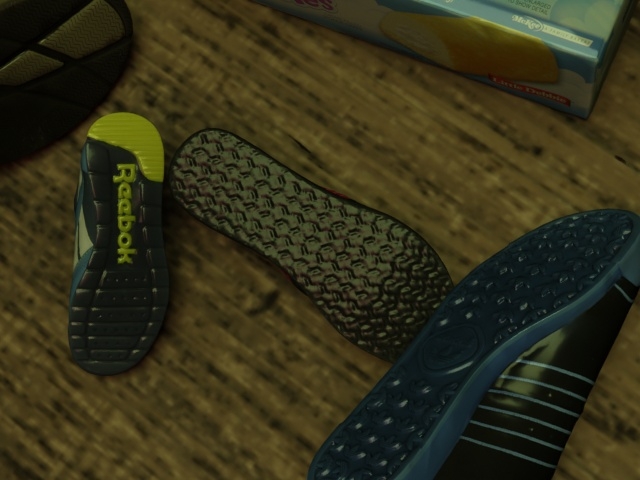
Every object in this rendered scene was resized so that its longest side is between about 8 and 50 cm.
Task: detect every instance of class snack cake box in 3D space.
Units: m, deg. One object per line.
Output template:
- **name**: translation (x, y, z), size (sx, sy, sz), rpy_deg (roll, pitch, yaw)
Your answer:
- **snack cake box**: translation (0.055, -0.190, 0.723), size (0.264, 0.089, 0.152), rpy_deg (21, 79, 13)

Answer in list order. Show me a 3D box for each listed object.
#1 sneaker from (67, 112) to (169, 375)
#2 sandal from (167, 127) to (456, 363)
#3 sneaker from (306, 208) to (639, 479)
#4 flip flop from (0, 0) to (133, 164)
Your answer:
- **sneaker**: translation (-0.112, 0.002, 0.717), size (0.053, 0.059, 0.144), rpy_deg (6, 93, -17)
- **sandal**: translation (0.000, 0.000, 0.698), size (0.179, 0.040, 0.067), rpy_deg (36, 93, 4)
- **sneaker**: translation (0.092, 0.081, 0.652), size (0.232, 0.090, 0.081), rpy_deg (-42, 31, -22)
- **flip flop**: translation (-0.237, -0.076, 0.737), size (0.277, 0.112, 0.080), rpy_deg (-32, 58, 4)
